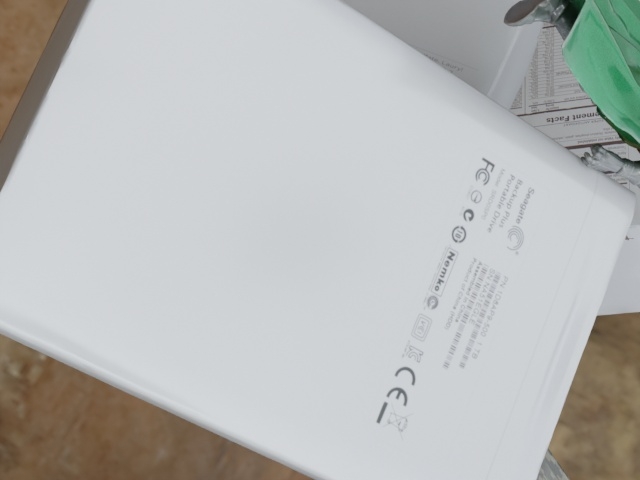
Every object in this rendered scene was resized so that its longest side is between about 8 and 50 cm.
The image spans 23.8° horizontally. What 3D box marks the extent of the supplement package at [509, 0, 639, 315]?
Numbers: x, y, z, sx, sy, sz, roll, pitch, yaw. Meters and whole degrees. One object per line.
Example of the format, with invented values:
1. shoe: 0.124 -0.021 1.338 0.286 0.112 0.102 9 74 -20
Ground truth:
1. supplement package: 0.225 -0.082 1.442 0.199 0.198 0.263 46 43 -57

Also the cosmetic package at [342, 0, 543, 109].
1. cosmetic package: 0.050 -0.095 1.098 0.217 0.156 0.385 102 14 -51

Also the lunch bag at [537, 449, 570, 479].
1. lunch bag: 0.077 0.314 1.202 0.305 0.213 0.256 -29 -171 25

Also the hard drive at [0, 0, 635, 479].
1. hard drive: 0.000 0.000 0.816 0.353 0.047 0.233 29 76 -27

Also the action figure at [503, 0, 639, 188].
1. action figure: 0.187 -0.079 0.891 0.232 0.063 0.137 45 41 -34
